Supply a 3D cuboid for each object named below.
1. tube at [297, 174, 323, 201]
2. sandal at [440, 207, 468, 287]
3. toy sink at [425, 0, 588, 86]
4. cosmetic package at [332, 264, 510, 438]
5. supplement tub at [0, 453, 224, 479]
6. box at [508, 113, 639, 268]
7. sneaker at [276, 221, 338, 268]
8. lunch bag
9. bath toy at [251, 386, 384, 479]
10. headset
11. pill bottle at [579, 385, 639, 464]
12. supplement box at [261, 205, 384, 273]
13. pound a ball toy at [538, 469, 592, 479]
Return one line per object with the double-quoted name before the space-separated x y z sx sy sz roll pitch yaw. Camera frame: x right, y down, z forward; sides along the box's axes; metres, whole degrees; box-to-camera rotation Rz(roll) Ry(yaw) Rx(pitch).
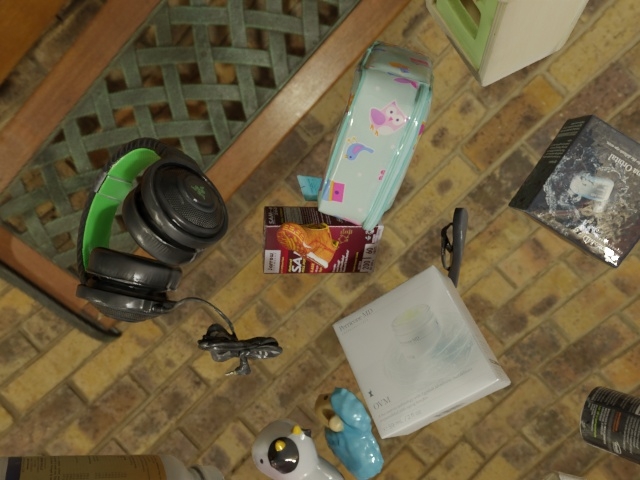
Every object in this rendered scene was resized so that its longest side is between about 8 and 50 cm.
"tube" 0.049 -0.114 1.157 0.207 0.080 0.052 3 133 -26
"sandal" 0.292 0.027 1.121 0.254 0.054 0.097 79 26 -51
"toy sink" 0.208 -0.313 0.549 0.131 0.153 0.234 -26 163 -1
"cosmetic package" 0.179 0.204 0.911 0.224 0.225 0.138 -34 150 16
"supplement tub" -0.301 0.410 0.668 0.228 0.316 0.228 -33 -129 53
"box" 0.391 -0.071 0.719 0.158 0.156 0.093 -58 180 11
"sneaker" -0.020 -0.006 0.811 0.067 0.064 0.175 -65 159 -5
"lunch bag" 0.080 -0.154 0.724 0.279 0.108 0.224 -70 178 -58
"bath toy" -0.071 0.328 0.584 0.348 0.151 0.129 -38 155 -34
"headset" -0.207 0.021 0.693 0.185 0.394 0.243 21 108 -48
"pill bottle" 0.668 0.390 0.995 0.130 0.130 0.245 -44 -151 -25
"supplement box" 0.000 0.000 1.044 0.073 0.239 0.130 -102 -165 -51
"pound a ball toy" 0.789 0.713 1.384 0.136 0.319 0.208 -88 -163 -56
